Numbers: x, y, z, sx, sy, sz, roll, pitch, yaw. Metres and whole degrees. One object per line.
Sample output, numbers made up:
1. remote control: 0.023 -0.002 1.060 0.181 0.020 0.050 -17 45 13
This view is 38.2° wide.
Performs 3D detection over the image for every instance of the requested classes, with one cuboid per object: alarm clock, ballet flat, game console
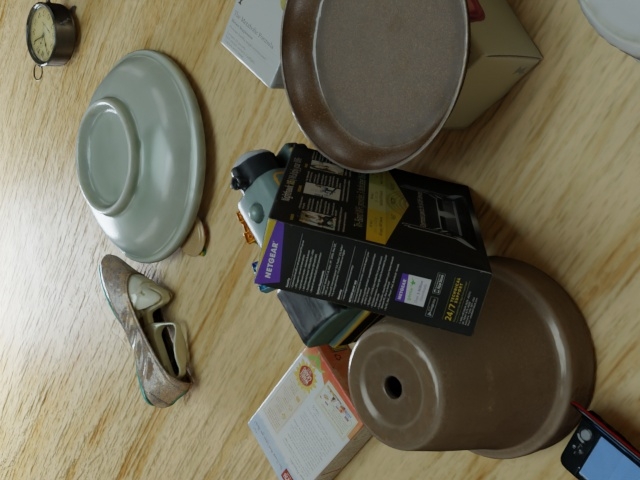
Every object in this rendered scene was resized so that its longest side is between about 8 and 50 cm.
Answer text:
1. alarm clock: -0.566 -0.414 1.933 0.129 0.064 0.192 54 127 27
2. ballet flat: -0.316 0.154 1.743 0.106 0.107 0.316 -28 80 24
3. game console: 0.338 0.267 1.070 0.144 0.085 0.124 41 123 35

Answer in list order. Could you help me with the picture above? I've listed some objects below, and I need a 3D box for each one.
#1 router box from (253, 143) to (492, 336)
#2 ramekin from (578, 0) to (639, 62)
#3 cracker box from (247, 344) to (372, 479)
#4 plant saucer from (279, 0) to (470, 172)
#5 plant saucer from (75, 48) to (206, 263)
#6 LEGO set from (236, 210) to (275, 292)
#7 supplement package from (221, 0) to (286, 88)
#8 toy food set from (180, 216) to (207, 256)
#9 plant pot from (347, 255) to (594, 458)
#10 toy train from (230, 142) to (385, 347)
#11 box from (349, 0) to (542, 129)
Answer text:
1. router box: 0.063 -0.013 1.100 0.243 0.309 0.081 14 111 -1
2. ramekin: 0.375 -0.294 0.922 0.273 0.127 0.273 9 102 45
3. cracker box: -0.007 0.279 1.444 0.156 0.067 0.232 56 130 26
4. plant saucer: 0.068 -0.238 1.122 0.310 0.050 0.311 11 104 47
5. plant saucer: -0.362 -0.154 1.716 0.400 0.100 0.401 6 98 49
6. LEGO set: -0.069 0.007 1.469 0.087 0.093 0.227 -23 72 14
7. supplement package: -0.019 -0.354 1.318 0.139 0.134 0.244 45 125 32
8. toy food set: -0.232 -0.011 1.672 0.083 0.020 0.083 31 117 39
9. plant pot: 0.163 0.160 1.135 0.263 0.229 0.263 9 103 44
10. toy train: 0.000 0.000 1.308 0.142 0.190 0.334 -47 63 39
11. box: 0.141 -0.274 1.168 0.148 0.127 0.232 -44 64 40
